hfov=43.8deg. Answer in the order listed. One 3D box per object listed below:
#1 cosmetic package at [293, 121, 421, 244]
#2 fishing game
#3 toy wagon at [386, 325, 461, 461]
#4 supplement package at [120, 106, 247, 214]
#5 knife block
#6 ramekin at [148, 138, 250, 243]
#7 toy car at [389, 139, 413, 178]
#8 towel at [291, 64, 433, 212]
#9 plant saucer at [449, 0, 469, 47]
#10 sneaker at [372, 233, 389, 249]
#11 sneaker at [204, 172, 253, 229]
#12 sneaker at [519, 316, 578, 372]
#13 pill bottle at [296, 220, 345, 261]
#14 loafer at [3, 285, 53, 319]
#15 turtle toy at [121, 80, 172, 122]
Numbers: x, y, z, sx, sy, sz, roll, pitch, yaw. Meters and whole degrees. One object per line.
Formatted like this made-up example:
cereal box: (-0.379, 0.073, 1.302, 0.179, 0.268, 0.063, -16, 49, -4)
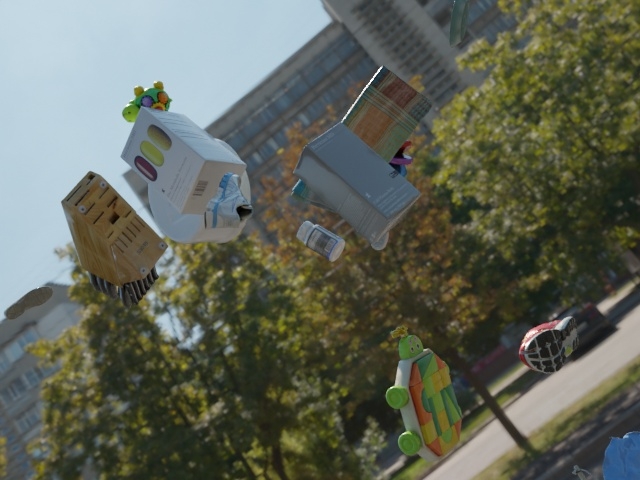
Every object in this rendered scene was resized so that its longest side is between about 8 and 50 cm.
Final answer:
cosmetic package: (0.075, -0.120, 1.659, 0.127, 0.238, 0.107, -41, -10, -37)
fishing game: (0.532, 0.393, 1.273, 0.264, 0.189, 0.041, -8, -40, -25)
toy wagon: (0.265, 0.387, 2.056, 0.068, 0.345, 0.267, -16, -1, 34)
supplement package: (-0.308, -0.176, 1.773, 0.133, 0.244, 0.139, 1, -58, -54)
knife block: (-0.420, 0.012, 1.540, 0.242, 0.276, 0.088, -12, 37, 46)
ramekin: (-0.321, -0.121, 2.051, 0.135, 0.277, 0.277, -12, -27, -47)
toy car: (0.214, -0.254, 2.360, 0.159, 0.182, 0.136, -10, 14, -43)
towel: (0.105, -0.223, 1.926, 0.370, 0.040, 0.271, -53, -30, 13)
plant saucer: (0.303, -0.478, 1.727, 0.119, 0.021, 0.119, 12, -90, -73)
sneaker: (0.146, -0.038, 1.819, 0.051, 0.134, 0.070, -16, -24, 34)
sneaker: (-0.171, -0.072, 1.587, 0.191, 0.082, 0.071, -77, -5, -57)
sneaker: (0.559, 0.270, 2.013, 0.118, 0.107, 0.279, -12, 0, 38)
pill bottle: (0.000, 0.000, 2.448, 0.078, 0.137, 0.078, -50, -19, -25)
loafer: (-0.714, 0.148, 1.936, 0.125, 0.045, 0.039, -35, 24, -30)
turtle toy: (-0.408, -0.314, 1.876, 0.130, 0.066, 0.095, -21, -44, -25)
